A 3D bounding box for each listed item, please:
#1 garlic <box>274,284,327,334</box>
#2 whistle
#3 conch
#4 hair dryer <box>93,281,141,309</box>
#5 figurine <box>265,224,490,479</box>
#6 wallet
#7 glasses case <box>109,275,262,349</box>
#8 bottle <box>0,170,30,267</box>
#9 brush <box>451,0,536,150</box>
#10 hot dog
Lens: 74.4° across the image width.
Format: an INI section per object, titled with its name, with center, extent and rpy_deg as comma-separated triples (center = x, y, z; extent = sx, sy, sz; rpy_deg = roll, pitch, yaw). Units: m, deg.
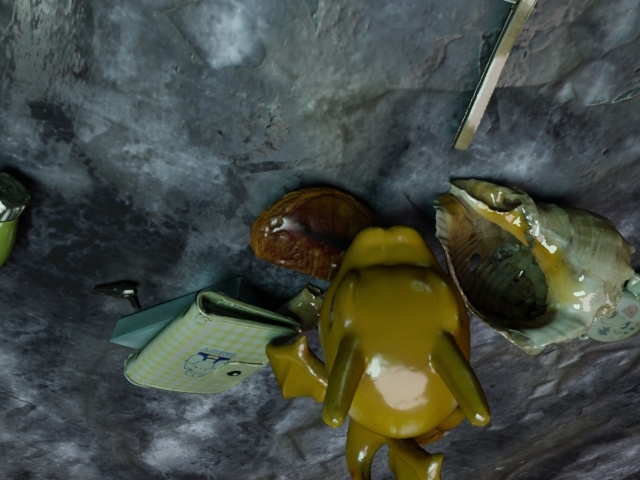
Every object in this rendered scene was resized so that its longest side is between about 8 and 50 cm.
[garlic]
center = -0.042, 0.142, 0.816
extent = 0.152, 0.066, 0.084
rpy_deg = -36, 95, 20
[whistle]
center = 0.621, 0.113, 0.847
extent = 0.126, 0.067, 0.258
rpy_deg = 32, 116, -13
[conch]
center = 0.312, 0.042, 0.671
extent = 0.324, 0.263, 0.186
rpy_deg = 30, 153, 15
[hair dryer]
center = -0.364, 0.107, 0.779
extent = 0.079, 0.031, 0.083
rpy_deg = -2, 138, 10
[figurine]
center = 0.108, 0.212, 0.598
extent = 0.268, 0.401, 0.387
rpy_deg = -26, 140, -18
[wallet]
center = -0.202, 0.202, 0.784
extent = 0.223, 0.077, 0.310
rpy_deg = 26, 133, -32
[glasses case]
center = -0.254, 0.141, 0.806
extent = 0.266, 0.056, 0.105
rpy_deg = -19, 152, 10
[bottle]
center = -0.522, 0.002, 0.622
extent = 0.260, 0.112, 0.112
rpy_deg = -39, 122, 23
[brush]
center = 0.215, -0.264, 0.512
extent = 0.065, 0.070, 0.327
rpy_deg = 17, 129, 5
[hot dog]
center = 0.002, 0.000, 0.675
extent = 0.227, 0.099, 0.160
rpy_deg = 28, 121, -27
